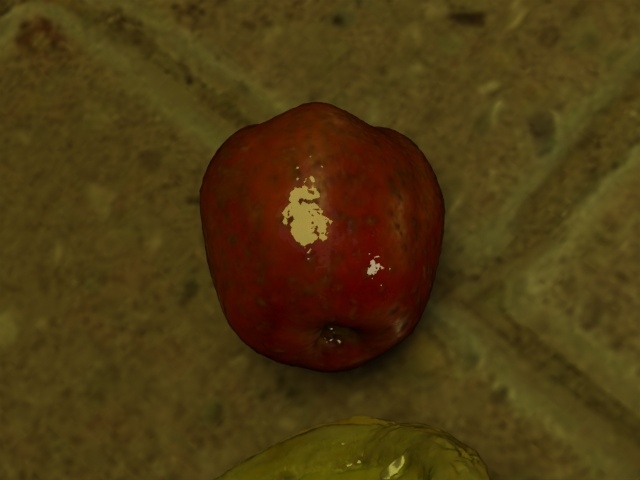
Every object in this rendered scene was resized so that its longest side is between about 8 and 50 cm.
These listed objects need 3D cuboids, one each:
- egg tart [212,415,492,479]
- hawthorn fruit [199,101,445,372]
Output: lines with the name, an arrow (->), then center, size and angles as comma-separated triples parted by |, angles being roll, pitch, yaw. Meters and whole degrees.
egg tart -> -0.030, 0.253, 0.843 | 0.345, 0.132, 0.345 | -26, 22, 11
hawthorn fruit -> 0.000, 0.000, 0.964 | 0.189, 0.189, 0.189 | -5, 68, 12
